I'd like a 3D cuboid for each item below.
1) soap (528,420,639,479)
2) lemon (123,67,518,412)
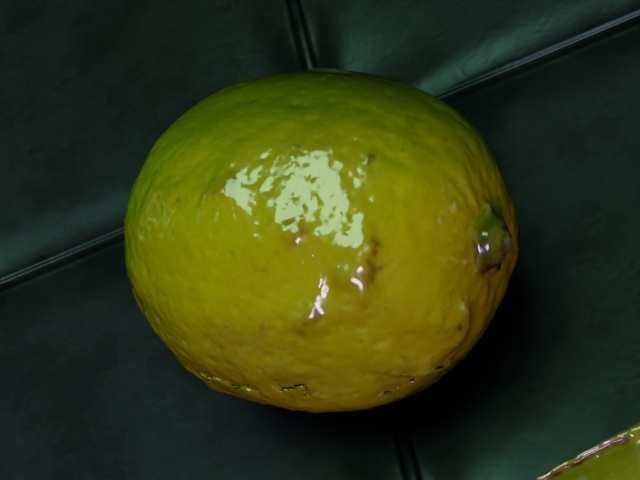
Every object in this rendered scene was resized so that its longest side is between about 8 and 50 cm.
[{"bbox_3d":[0.181,0.276,1.056,0.335,0.156,0.293,-29,51,5],"label":"soap"},{"bbox_3d":[-0.002,0.000,1.295,0.284,0.260,0.260,-14,51,13],"label":"lemon"}]
